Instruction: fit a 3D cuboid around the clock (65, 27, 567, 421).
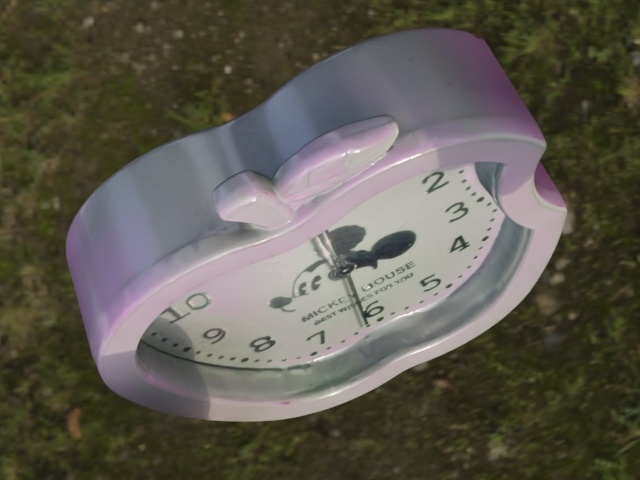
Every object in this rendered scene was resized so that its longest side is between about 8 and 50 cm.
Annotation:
[{"bbox_3d":[0.000,0.000,0.967,0.338,0.339,0.102,-43,56,32],"label":"clock"}]
